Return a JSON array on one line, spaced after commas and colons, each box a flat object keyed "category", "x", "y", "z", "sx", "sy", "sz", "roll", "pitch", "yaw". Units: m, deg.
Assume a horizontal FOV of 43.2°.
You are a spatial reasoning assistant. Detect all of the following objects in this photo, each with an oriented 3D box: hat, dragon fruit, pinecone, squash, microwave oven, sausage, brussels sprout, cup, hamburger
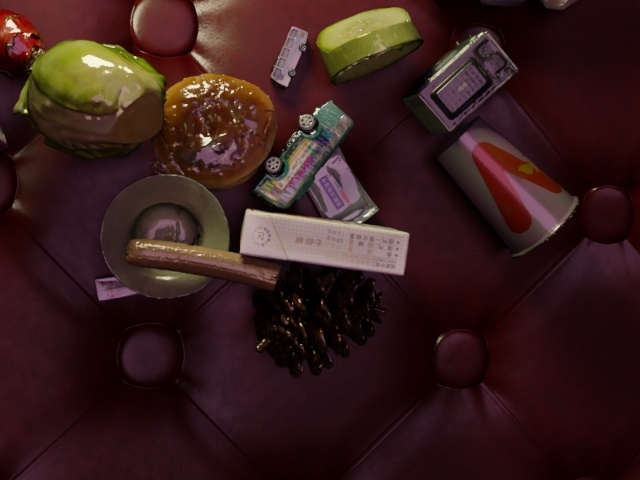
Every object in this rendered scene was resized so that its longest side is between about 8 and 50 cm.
[{"category": "hat", "x": -0.316, "y": -0.010, "z": 1.666, "sx": 0.257, "sy": 0.130, "sz": 0.257, "roll": -1, "pitch": 94, "yaw": -9}, {"category": "dragon fruit", "x": -0.631, "y": -0.422, "z": 1.597, "sx": 0.125, "sy": 0.125, "sz": 0.246, "roll": -32, "pitch": 83, "yaw": 5}, {"category": "pinecone", "x": -0.010, "y": 0.154, "z": 1.703, "sx": 0.309, "sy": 0.244, "sz": 0.244, "roll": -15, "pitch": 96, "yaw": -26}, {"category": "squash", "x": 0.102, "y": -0.420, "z": 1.694, "sx": 0.220, "sy": 0.220, "sz": 0.133, "roll": -22, "pitch": 100, "yaw": -10}, {"category": "microwave oven", "x": 0.297, "y": -0.345, "z": 1.767, "sx": 0.205, "sy": 0.163, "sz": 0.129, "roll": -43, "pitch": 98, "yaw": -4}, {"category": "sausage", "x": -0.229, "y": 0.045, "z": 1.586, "sx": 0.301, "sy": 0.066, "sz": 0.065, "roll": 12, "pitch": 90, "yaw": -9}, {"category": "brussels sprout", "x": -0.431, "y": -0.270, "z": 1.556, "sx": 0.259, "sy": 0.294, "sz": 0.227, "roll": -11, "pitch": 120, "yaw": -48}, {"category": "cup", "x": 0.402, "y": -0.128, "z": 1.794, "sx": 0.288, "sy": 0.203, "sz": 0.203, "roll": 45, "pitch": 83, "yaw": -3}, {"category": "hamburger", "x": -0.230, "y": -0.223, "z": 1.676, "sx": 0.286, "sy": 0.146, "sz": 0.243, "roll": -29, "pitch": 91, "yaw": -8}]

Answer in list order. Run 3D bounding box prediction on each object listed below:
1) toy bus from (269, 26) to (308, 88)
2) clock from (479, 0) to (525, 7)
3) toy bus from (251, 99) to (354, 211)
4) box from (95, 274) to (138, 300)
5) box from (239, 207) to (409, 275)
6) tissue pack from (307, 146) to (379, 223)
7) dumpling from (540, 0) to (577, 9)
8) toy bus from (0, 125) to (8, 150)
[{"category": "toy bus", "x": -0.067, "y": -0.396, "z": 1.750, "sx": 0.052, "sy": 0.037, "sz": 0.130, "roll": 23, "pitch": 87, "yaw": -10}, {"category": "clock", "x": 0.314, "y": -0.591, "z": 1.751, "sx": 0.254, "sy": 0.189, "sz": 0.188, "roll": -9, "pitch": 94, "yaw": -12}, {"category": "toy bus", "x": -0.040, "y": -0.179, "z": 1.726, "sx": 0.109, "sy": 0.091, "sz": 0.261, "roll": 38, "pitch": 81, "yaw": -3}, {"category": "box", "x": -0.412, "y": 0.093, "z": 1.701, "sx": 0.117, "sy": 0.036, "sz": 0.050, "roll": -8, "pitch": 94, "yaw": -10}, {"category": "box", "x": 0.000, "y": -0.001, "z": 1.677, "sx": 0.330, "sy": 0.210, "sz": 0.095, "roll": 9, "pitch": 93, "yaw": -6}, {"category": "tissue pack", "x": 0.031, "y": -0.112, "z": 1.788, "sx": 0.123, "sy": 0.026, "sz": 0.193, "roll": -34, "pitch": 97, "yaw": -7}, {"category": "dumpling", "x": 0.554, "y": -0.634, "z": 1.832, "sx": 0.179, "sy": 0.131, "sz": 0.252, "roll": 43, "pitch": 72, "yaw": 11}, {"category": "toy bus", "x": -0.699, "y": -0.304, "z": 1.587, "sx": 0.090, "sy": 0.112, "sz": 0.274, "roll": -18, "pitch": 98, "yaw": -15}]
